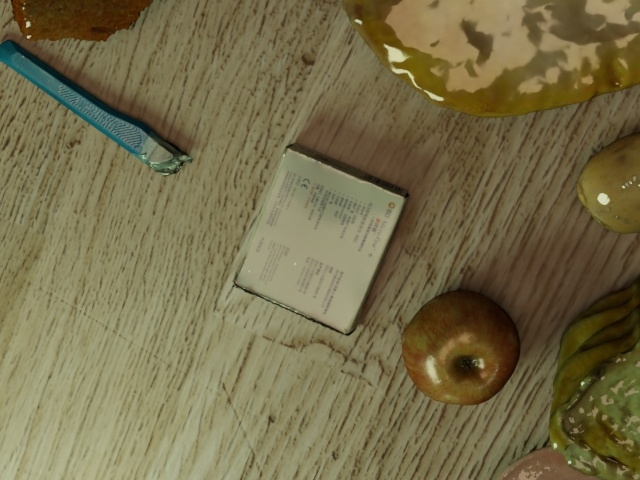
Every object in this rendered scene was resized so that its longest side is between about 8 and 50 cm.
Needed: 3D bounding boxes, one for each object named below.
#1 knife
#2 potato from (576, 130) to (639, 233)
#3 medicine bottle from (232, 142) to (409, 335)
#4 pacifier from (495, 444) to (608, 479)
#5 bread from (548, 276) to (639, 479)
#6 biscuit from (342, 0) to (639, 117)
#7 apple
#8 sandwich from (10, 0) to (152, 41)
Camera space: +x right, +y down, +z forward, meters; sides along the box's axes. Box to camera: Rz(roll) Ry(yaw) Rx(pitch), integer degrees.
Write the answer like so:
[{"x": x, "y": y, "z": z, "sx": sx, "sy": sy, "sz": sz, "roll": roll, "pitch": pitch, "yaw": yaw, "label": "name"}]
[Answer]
[{"x": -0.295, "y": -0.172, "z": 1.347, "sx": 0.296, "sy": 0.026, "sz": 0.044, "roll": 35, "pitch": 102, "yaw": 3, "label": "knife"}, {"x": 0.386, "y": -0.073, "z": 1.212, "sx": 0.178, "sy": 0.118, "sz": 0.109, "roll": -22, "pitch": 62, "yaw": 26, "label": "potato"}, {"x": 0.000, "y": 0.000, "z": 1.319, "sx": 0.171, "sy": 0.052, "sz": 0.201, "roll": 22, "pitch": 104, "yaw": 4, "label": "medicine bottle"}, {"x": 0.353, "y": 0.393, "z": 1.266, "sx": 0.332, "sy": 0.273, "sz": 0.220, "roll": 29, "pitch": 121, "yaw": 3, "label": "pacifier"}, {"x": 0.382, "y": 0.162, "z": 1.189, "sx": 0.238, "sy": 0.252, "sz": 0.196, "roll": 15, "pitch": 105, "yaw": 3, "label": "bread"}, {"x": 0.229, "y": -0.347, "z": 1.149, "sx": 0.446, "sy": 0.104, "sz": 0.429, "roll": -25, "pitch": 96, "yaw": 10, "label": "biscuit"}, {"x": 0.173, "y": 0.133, "z": 1.279, "sx": 0.146, "sy": 0.131, "sz": 0.146, "roll": 1, "pitch": 101, "yaw": 3, "label": "apple"}, {"x": -0.281, "y": -0.328, "z": 1.209, "sx": 0.212, "sy": 0.292, "sz": 0.109, "roll": -55, "pitch": 50, "yaw": 32, "label": "sandwich"}]
